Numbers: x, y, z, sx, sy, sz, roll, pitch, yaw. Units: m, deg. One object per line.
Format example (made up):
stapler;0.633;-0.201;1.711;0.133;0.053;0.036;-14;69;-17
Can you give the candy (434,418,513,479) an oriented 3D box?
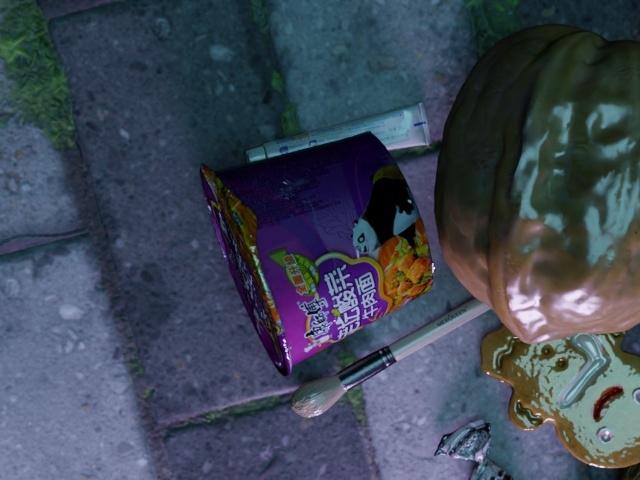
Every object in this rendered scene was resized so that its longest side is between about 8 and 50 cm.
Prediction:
candy;0.206;0.326;1.473;0.094;0.051;0.226;-17;97;1

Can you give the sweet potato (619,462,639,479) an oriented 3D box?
sweet potato;0.373;0.321;1.479;0.081;0.062;0.233;41;96;13

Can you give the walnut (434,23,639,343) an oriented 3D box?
walnut;0.270;-0.055;1.311;0.306;0.306;0.344;20;89;-5

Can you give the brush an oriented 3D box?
brush;0.098;0.131;1.458;0.299;0.039;0.042;-28;100;-3

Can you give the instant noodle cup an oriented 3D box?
instant noodle cup;0.000;0.000;1.342;0.190;0.251;0.251;-22;97;-10

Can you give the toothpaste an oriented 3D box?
toothpaste;0.022;-0.115;1.426;0.218;0.033;0.052;-12;98;-5

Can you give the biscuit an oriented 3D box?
biscuit;0.312;0.170;1.443;0.249;0.035;0.184;44;93;7
